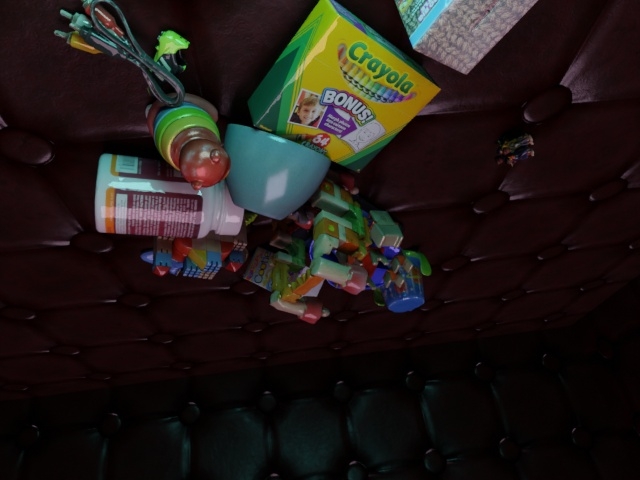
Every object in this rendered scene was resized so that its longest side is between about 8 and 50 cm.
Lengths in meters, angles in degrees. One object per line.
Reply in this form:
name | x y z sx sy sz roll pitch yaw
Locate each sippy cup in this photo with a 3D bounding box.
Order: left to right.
sippy cup | 0.361 0.194 2.130 0.240 0.224 0.305 -9 150 -1

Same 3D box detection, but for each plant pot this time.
plant pot | -0.139 -0.167 1.272 0.290 0.195 0.290 19 -177 -1

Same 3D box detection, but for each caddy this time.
caddy | 0.129 0.044 1.773 0.342 0.179 0.241 4 119 -25

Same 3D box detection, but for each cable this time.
cable | -0.409 -0.415 1.027 0.287 0.072 0.139 27 120 -35

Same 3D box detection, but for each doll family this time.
doll family | 0.628 -0.290 1.549 0.111 0.076 0.193 -26 149 16

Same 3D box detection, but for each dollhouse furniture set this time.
dollhouse furniture set | 0.181 0.040 1.627 0.262 0.135 0.259 2 130 -24

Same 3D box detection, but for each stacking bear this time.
stacking bear | -0.304 -0.227 1.133 0.175 0.289 0.164 -49 137 11

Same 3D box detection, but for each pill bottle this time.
pill bottle | -0.433 -0.120 1.383 0.393 0.224 0.224 4 147 -21

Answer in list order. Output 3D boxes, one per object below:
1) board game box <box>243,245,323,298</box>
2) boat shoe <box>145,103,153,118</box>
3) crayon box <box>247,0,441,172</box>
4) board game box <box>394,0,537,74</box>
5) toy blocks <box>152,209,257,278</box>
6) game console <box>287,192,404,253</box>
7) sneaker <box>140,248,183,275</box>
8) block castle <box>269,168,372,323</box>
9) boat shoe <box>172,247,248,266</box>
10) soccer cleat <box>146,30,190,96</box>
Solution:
board game box | -0.143 0.142 1.840 0.275 0.142 0.144 19 173 43
boat shoe | -0.418 -0.282 1.272 0.066 0.063 0.184 -7 150 -5
crayon box | 0.060 -0.356 1.168 0.363 0.106 0.313 16 133 -40
board game box | 0.259 -0.507 0.869 0.141 0.290 0.232 11 144 -30
toy blocks | -0.393 0.005 1.566 0.382 0.260 0.191 10 144 -30
game console | 0.098 -0.029 1.845 0.342 0.060 0.387 -28 145 29
sneaker | -0.584 0.087 1.824 0.209 0.082 0.069 12 145 -30
block castle | 0.000 0.000 1.493 0.213 0.453 0.303 21 137 -30
boat shoe | -0.419 0.023 1.751 0.307 0.104 0.110 10 104 -37
soccer cleat | -0.355 -0.397 1.097 0.072 0.060 0.179 23 136 -17
